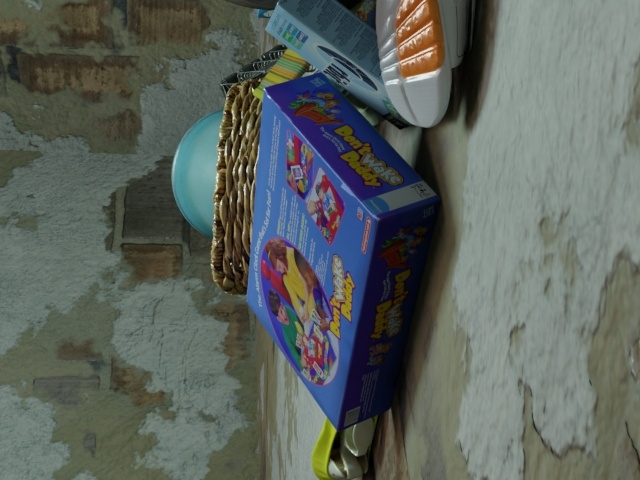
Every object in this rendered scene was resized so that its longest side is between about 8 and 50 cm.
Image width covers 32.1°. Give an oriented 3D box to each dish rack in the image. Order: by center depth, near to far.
[{"bbox_3d":[-0.071,-0.307,1.985,0.074,0.208,0.271,57,171,-15],"label":"dish rack"}]

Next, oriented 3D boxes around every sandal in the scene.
[{"bbox_3d":[0.100,-0.233,0.991,0.102,0.076,0.265,23,125,58],"label":"sandal"}]

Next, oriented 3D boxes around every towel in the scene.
[{"bbox_3d":[0.004,-0.267,1.429,0.237,0.021,0.102,-51,24,0],"label":"towel"}]

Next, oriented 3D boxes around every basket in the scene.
[{"bbox_3d":[-0.091,-0.073,1.580,0.213,0.223,0.299,12,-100,-51],"label":"basket"}]

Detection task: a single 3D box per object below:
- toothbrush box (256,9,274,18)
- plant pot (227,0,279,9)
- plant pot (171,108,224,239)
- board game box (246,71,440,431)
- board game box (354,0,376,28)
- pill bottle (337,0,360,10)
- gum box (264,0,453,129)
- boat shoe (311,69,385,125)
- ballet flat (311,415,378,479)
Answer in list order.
[{"bbox_3d":[-0.048,-0.578,2.078,0.295,0.126,0.216,108,163,-69],"label":"toothbrush box"},{"bbox_3d":[-0.001,-0.390,1.120,0.280,0.323,0.323,-151,61,-62],"label":"plant pot"},{"bbox_3d":[-0.117,-0.113,2.080,0.255,0.272,0.271,-162,73,-68],"label":"plant pot"},{"bbox_3d":[0.011,0.019,1.269,0.233,0.078,0.347,52,148,35],"label":"board game box"},{"bbox_3d":[0.052,-0.322,1.573,0.136,0.035,0.201,-110,22,-71],"label":"board game box"},{"bbox_3d":[-0.038,-0.367,1.332,0.219,0.123,0.123,55,-171,-23],"label":"pill bottle"},{"bbox_3d":[0.034,-0.186,1.128,0.041,0.184,0.157,-54,6,-3],"label":"gum box"},{"bbox_3d":[0.041,-0.187,1.378,0.094,0.109,0.302,50,-172,-7],"label":"boat shoe"},{"bbox_3d":[0.037,0.262,1.444,0.077,0.077,0.231,-119,29,-44],"label":"ballet flat"}]
